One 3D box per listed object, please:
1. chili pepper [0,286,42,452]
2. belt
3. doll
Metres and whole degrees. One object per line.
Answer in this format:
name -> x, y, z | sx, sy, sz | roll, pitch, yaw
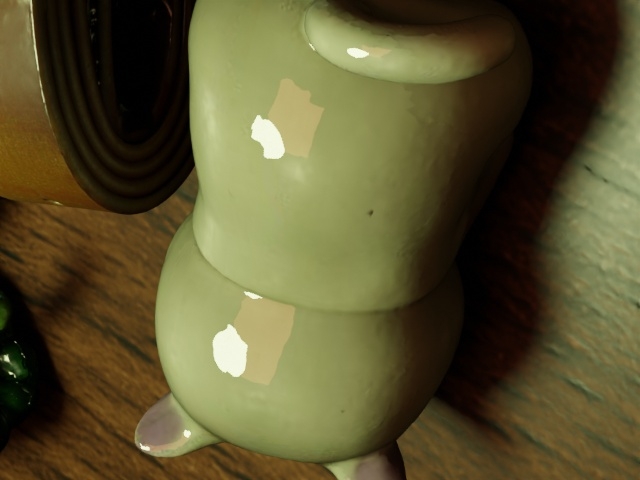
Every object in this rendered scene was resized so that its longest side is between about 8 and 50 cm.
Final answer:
chili pepper -> -0.312, 0.110, 1.358 | 0.261, 0.174, 0.165 | -24, 92, 42
belt -> -0.171, -0.189, 1.133 | 0.122, 0.217, 0.338 | 7, 107, 34
doll -> 0.006, -0.027, 1.068 | 0.215, 0.226, 0.370 | 12, 126, 0
